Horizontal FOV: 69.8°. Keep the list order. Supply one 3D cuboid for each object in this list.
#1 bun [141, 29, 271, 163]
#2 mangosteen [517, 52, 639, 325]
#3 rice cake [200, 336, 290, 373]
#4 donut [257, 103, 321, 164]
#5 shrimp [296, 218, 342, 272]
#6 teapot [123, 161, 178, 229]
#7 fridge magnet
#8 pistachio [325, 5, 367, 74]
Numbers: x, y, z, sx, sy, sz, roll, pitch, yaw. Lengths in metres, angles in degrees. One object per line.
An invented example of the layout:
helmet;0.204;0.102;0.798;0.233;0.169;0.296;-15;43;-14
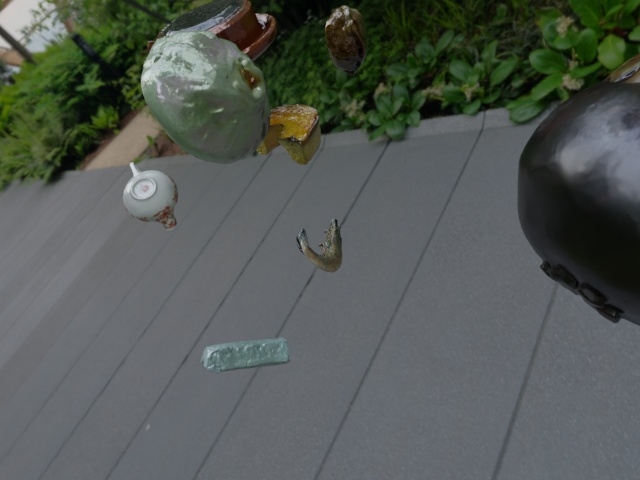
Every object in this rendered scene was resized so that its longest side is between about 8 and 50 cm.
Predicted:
bun;-0.207;-0.313;0.953;0.187;0.293;0.293;-28;37;36
mangosteen;0.494;-0.090;0.621;0.435;0.382;0.382;-53;34;11
rice cake;-0.165;0.261;1.047;0.069;0.207;0.063;154;112;-70
donut;-0.078;-0.296;1.232;0.152;0.101;0.259;-44;42;-21
shrimp;0.000;0.000;1.346;0.046;0.152;0.219;-49;21;40
teapot;-0.513;-0.144;1.371;0.159;0.116;0.245;-31;68;5
fridge magnet;-0.290;-0.527;1.229;0.364;0.155;0.363;-13;42;12
pistachio;0.076;-0.590;1.372;0.131;0.210;0.165;-26;57;-10
